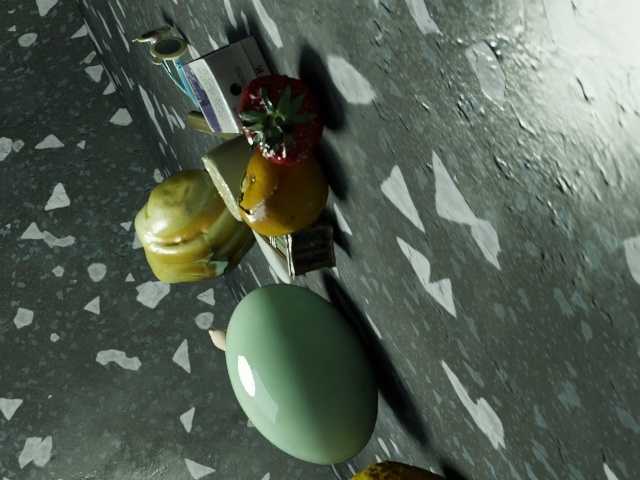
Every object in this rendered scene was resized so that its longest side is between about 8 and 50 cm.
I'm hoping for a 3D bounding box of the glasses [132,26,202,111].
[{"bbox_3d":[-0.318,-0.403,2.034,0.220,0.088,0.189,45,180,-41],"label":"glasses"}]

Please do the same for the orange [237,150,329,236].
[{"bbox_3d":[-0.059,-0.080,1.391,0.134,0.157,0.156,26,-171,-31],"label":"orange"}]

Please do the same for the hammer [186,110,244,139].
[{"bbox_3d":[-0.207,-0.233,1.856,0.440,0.044,0.168,27,143,63],"label":"hammer"}]

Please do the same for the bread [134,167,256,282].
[{"bbox_3d":[-0.288,-0.034,2.124,0.210,0.300,0.341,56,163,19],"label":"bread"}]

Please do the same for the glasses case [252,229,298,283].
[{"bbox_3d":[-0.114,-0.008,1.992,0.234,0.059,0.092,66,166,-15],"label":"glasses case"}]

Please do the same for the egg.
[{"bbox_3d":[-0.038,0.266,1.755,0.389,0.276,0.276,56,167,12],"label":"egg"}]

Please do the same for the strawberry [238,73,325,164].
[{"bbox_3d":[-0.047,-0.172,1.237,0.131,0.131,0.148,61,-151,6],"label":"strawberry"}]

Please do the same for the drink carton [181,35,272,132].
[{"bbox_3d":[-0.151,-0.261,1.482,0.134,0.101,0.222,67,168,-14],"label":"drink carton"}]

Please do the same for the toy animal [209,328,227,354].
[{"bbox_3d":[-0.112,0.224,2.044,0.166,0.250,0.154,56,-177,28],"label":"toy animal"}]

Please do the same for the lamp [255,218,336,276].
[{"bbox_3d":[-0.072,-0.036,1.630,0.325,0.089,0.090,-138,39,-59],"label":"lamp"}]

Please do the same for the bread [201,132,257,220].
[{"bbox_3d":[-0.117,-0.124,1.554,0.148,0.141,0.134,48,165,54],"label":"bread"}]

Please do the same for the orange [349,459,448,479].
[{"bbox_3d":[0.160,0.576,1.561,0.322,0.322,0.357,88,161,-65],"label":"orange"}]
